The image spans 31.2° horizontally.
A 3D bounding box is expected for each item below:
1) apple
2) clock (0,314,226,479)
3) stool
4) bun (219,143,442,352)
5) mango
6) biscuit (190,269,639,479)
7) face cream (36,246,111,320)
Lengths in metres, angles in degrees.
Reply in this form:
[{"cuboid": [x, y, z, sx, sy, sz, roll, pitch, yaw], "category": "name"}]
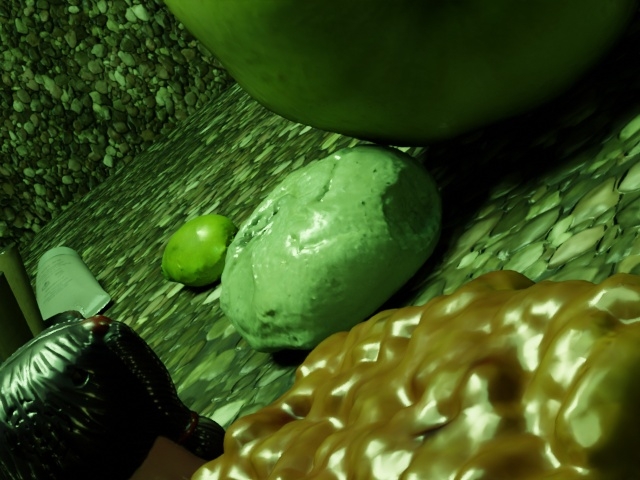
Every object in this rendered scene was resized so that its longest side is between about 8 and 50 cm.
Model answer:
[{"cuboid": [0.068, -0.295, 0.989, 0.474, 0.473, 0.473, -38, 14, 11], "category": "apple"}, {"cuboid": [-0.139, 0.159, 0.675, 0.194, 0.195, 0.100, -39, 18, 3], "category": "clock"}, {"cuboid": [-0.436, 0.144, 1.478, 0.272, 0.178, 0.272, -28, 17, 9], "category": "stool"}, {"cuboid": [0.002, -0.001, 0.960, 0.221, 0.108, 0.221, -38, 14, 11], "category": "bun"}, {"cuboid": [-0.154, 0.015, 1.399, 0.165, 0.074, 0.091, -21, 26, 55], "category": "mango"}, {"cuboid": [0.012, 0.145, 0.495, 0.312, 0.110, 0.318, -45, 14, -24], "category": "biscuit"}, {"cuboid": [-0.411, 0.089, 1.852, 0.143, 0.089, 0.314, -40, 22, -1], "category": "face cream"}]
